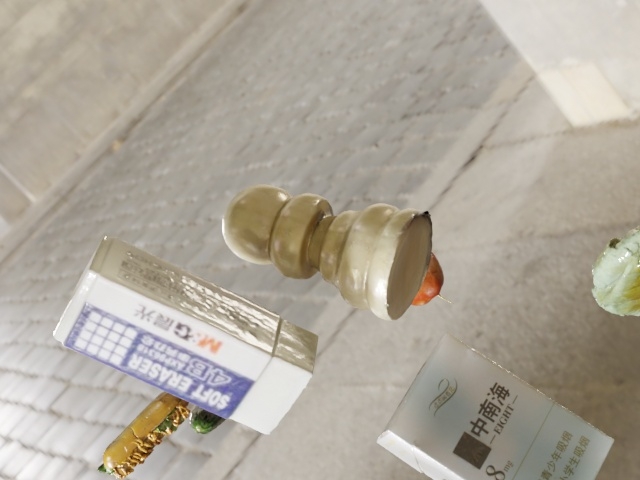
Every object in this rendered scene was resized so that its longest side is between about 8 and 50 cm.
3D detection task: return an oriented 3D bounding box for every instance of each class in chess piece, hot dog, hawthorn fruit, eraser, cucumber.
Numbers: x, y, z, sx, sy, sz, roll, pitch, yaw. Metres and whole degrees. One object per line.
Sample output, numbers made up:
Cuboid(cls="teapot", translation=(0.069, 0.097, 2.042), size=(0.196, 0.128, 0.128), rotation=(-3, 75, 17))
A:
Cuboid(cls="chess piece", translation=(0.000, 0.000, 1.475), size=(0.260, 0.143, 0.143), rotation=(16, 52, 24))
Cuboid(cls="hot dog", translation=(-0.291, 0.325, 1.945), size=(0.055, 0.072, 0.188), rotation=(35, 74, 29))
Cuboid(cls="hawthorn fruit", translation=(0.193, 0.081, 2.382), size=(0.125, 0.140, 0.125), rotation=(-21, 5, 2))
Cuboid(cls="eraser", translation=(-0.152, 0.111, 1.345), size=(0.124, 0.279, 0.081), rotation=(-56, 14, 34))
Cuboid(cls="cucumber", translation=(-0.135, 0.226, 1.718), size=(0.058, 0.052, 0.215), rotation=(-45, 1, 32))

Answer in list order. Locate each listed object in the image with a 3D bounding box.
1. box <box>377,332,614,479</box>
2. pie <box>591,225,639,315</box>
Cuboid(cls="box", translation=(0.210, 0.241, 1.407), size=(0.155, 0.243, 0.067), rotation=(-54, -5, -25))
Cuboid(cls="pie", translation=(0.575, 0.034, 1.898), size=(0.306, 0.306, 0.071), rotation=(-35, 58, 21))
